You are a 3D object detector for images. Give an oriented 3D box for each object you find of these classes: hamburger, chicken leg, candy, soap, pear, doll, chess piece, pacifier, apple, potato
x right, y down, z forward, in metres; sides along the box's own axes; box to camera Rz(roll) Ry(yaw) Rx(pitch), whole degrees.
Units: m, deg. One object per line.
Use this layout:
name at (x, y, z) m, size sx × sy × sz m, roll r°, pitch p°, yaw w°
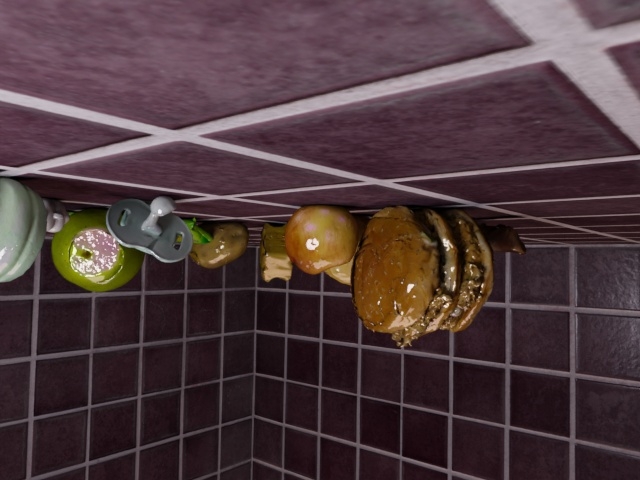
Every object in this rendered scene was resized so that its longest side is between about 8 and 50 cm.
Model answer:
hamburger at (0.066, 0.018, 1.178) m, size 0.162 × 0.162 × 0.115 m, roll 2°, pitch -177°, yaw -14°
chicken leg at (0.275, 0.020, 1.258) m, size 0.295 × 0.182 × 0.409 m, roll 21°, pitch 164°, yaw -28°
candy at (-0.374, -0.023, 1.363) m, size 0.178 × 0.032 × 0.102 m, roll 2°, pitch 150°, yaw 19°
soap at (-0.125, 0.033, 1.481) m, size 0.080 × 0.160 × 0.257 m, roll 0°, pitch 179°, yaw -9°
pear at (-0.469, 0.018, 1.139) m, size 0.187 × 0.188 × 0.219 m, roll 2°, pitch -173°, yaw -20°
doll at (-0.533, -0.044, 0.961) m, size 0.162 × 0.062 × 0.106 m, roll -1°, pitch -178°, yaw 14°
hamburger at (0.183, 0.066, 0.968) m, size 0.211 × 0.261 × 0.245 m, roll 6°, pitch -176°, yaw -18°
chess piece at (-0.472, -0.037, 0.607) m, size 0.139 × 0.139 × 0.271 m, roll 0°, pitch 167°, yaw 29°
pacifier at (-0.275, -0.036, 0.900) m, size 0.150 × 0.127 × 0.116 m, roll 29°, pitch 128°, yaw -17°
apple at (0.000, 0.000, 0.995) m, size 0.146 × 0.147 × 0.146 m, roll 1°, pitch 178°, yaw 0°
potato at (-0.275, 0.011, 1.442) m, size 0.175 × 0.137 × 0.137 m, roll -2°, pitch 177°, yaw 23°

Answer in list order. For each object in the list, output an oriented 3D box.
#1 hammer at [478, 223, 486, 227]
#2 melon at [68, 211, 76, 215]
hammer at (0.383, -0.032, 1.417) m, size 0.060 × 0.028 × 0.195 m, roll 8°, pitch 174°, yaw -8°
melon at (-0.557, -0.001, 1.317) m, size 0.169 × 0.129 × 0.265 m, roll -1°, pitch 178°, yaw -23°
